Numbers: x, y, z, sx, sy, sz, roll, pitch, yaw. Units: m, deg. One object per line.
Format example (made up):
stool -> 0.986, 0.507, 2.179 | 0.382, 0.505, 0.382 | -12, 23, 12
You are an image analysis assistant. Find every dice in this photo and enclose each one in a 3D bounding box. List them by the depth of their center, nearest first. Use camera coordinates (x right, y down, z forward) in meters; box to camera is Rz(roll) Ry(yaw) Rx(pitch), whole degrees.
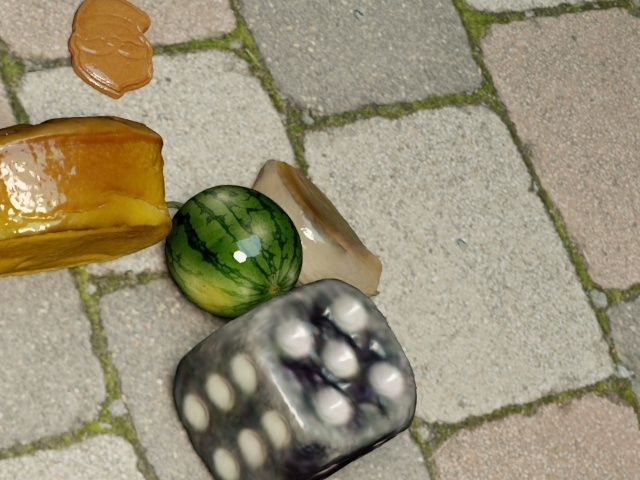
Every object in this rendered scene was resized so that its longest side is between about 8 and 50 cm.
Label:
dice -> -0.025, 0.156, 1.917 | 0.183, 0.182, 0.181 | -21, 77, -40

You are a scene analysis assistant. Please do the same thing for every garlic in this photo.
garlic -> -0.011, 0.001, 2.077 | 0.195, 0.087, 0.101 | 44, 38, -1

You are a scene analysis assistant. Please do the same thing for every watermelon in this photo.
watermelon -> -0.105, 0.001, 1.987 | 0.140, 0.141, 0.187 | -23, 51, -38

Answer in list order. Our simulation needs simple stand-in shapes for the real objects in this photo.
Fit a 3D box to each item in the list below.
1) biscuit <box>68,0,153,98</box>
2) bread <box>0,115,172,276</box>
biscuit -> -0.232, -0.218, 2.095 | 0.102, 0.019, 0.130 | 14, 59, -24
bread -> -0.272, -0.046, 1.867 | 0.269, 0.195, 0.143 | -6, 75, -39
